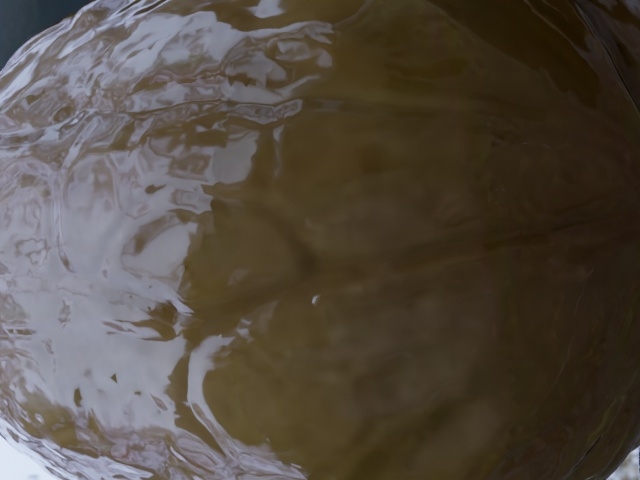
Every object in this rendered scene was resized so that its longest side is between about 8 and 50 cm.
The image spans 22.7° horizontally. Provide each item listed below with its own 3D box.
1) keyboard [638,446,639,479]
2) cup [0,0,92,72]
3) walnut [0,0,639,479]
[{"bbox_3d":[0.144,0.048,0.668,0.198,0.010,0.064,-75,-4,-54],"label":"keyboard"},{"bbox_3d":[0.007,-0.065,0.679,0.163,0.347,0.347,-21,-81,-44],"label":"cup"},{"bbox_3d":[0.000,0.000,0.448,0.193,0.225,0.193,19,-112,-55],"label":"walnut"}]
